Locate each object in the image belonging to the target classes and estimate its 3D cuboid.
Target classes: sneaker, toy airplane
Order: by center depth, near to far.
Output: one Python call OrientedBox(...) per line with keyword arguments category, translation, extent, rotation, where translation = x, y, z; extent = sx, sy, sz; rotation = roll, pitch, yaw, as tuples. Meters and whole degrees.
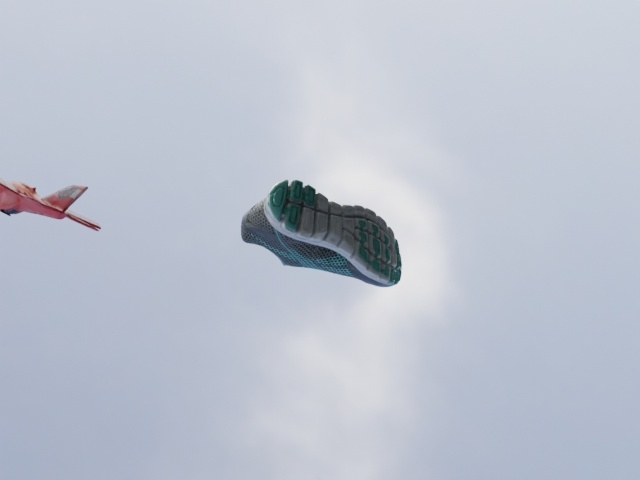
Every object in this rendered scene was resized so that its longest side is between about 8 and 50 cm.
OrientedBox(category="toy airplane", translation=(-0.217, -0.030, 1.206), extent=(0.151, 0.151, 0.028), rotation=(26, -102, -28))
OrientedBox(category="sneaker", translation=(0.000, 0.000, 1.391), extent=(0.166, 0.076, 0.065), rotation=(29, -127, -34))
